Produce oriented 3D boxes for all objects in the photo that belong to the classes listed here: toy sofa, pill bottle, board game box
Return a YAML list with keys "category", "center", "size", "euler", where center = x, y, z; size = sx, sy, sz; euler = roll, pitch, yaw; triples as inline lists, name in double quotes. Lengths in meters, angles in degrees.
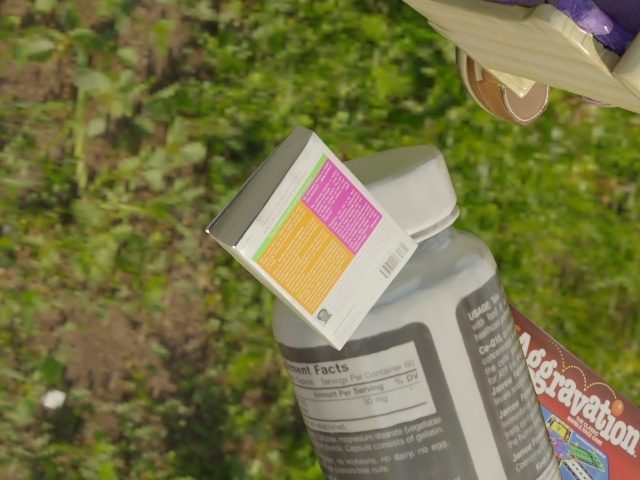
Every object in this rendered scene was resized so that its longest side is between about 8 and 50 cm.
- category: "toy sofa"
  center: [0.210, -0.196, 1.237]
  size: [0.177, 0.362, 0.150]
  euler: [36, 90, -22]
- category: "pill bottle"
  center: [0.077, 0.113, 1.377]
  size: [0.204, 0.204, 0.361]
  euler: [-28, 105, -42]
- category: "board game box"
  center: [0.246, 0.195, 1.663]
  size: [0.281, 0.027, 0.145]
  euler: [38, 73, -29]

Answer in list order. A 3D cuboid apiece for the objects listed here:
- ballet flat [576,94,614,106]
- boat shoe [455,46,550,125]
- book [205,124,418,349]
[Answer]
- category: "ballet flat"
  center: [0.351, -0.168, 1.575]
  size: [0.221, 0.079, 0.077]
  euler: [-8, 86, -22]
- category: "boat shoe"
  center: [0.244, -0.255, 2.007]
  size: [0.122, 0.120, 0.324]
  euler: [-44, 143, -12]
- category: "book"
  center: [0.000, 0.000, 1.078]
  size: [0.096, 0.035, 0.144]
  euler: [-52, 133, -8]
